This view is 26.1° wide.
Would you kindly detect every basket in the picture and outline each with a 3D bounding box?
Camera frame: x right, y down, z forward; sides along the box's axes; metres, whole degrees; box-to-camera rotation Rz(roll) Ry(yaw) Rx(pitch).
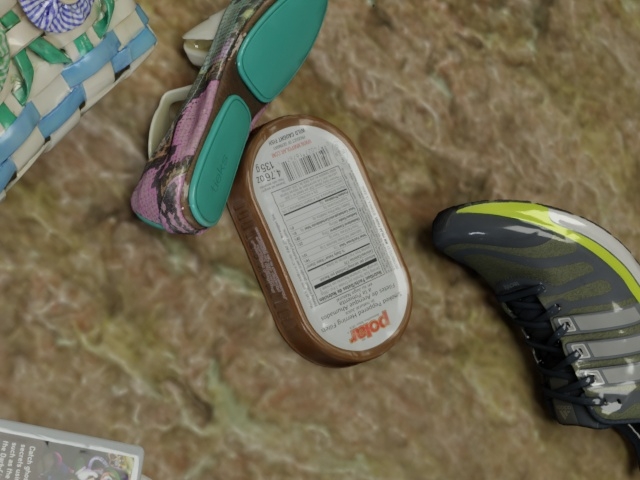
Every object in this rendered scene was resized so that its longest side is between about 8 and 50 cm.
[{"bbox_3d":[-0.250,-0.168,0.806,0.289,0.201,0.255,50,61,-20],"label":"basket"}]

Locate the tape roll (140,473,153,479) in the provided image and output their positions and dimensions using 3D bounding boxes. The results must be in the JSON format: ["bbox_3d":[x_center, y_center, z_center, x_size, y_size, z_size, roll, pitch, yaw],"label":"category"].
[{"bbox_3d":[-0.196,0.313,0.808,0.392,0.072,0.392,7,75,-27],"label":"tape roll"}]

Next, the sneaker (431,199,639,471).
[{"bbox_3d":[0.201,0.074,1.053,0.300,0.111,0.121,35,69,-15],"label":"sneaker"}]

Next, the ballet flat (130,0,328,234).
[{"bbox_3d":[-0.072,-0.104,0.961,0.221,0.079,0.077,-65,148,-21],"label":"ballet flat"}]

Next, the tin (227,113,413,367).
[{"bbox_3d":[0.000,0.000,1.000,0.106,0.040,0.190,-24,91,-26],"label":"tin"}]

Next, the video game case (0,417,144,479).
[{"bbox_3d":[-0.197,0.195,0.780,0.173,0.022,0.190,16,71,-24],"label":"video game case"}]
